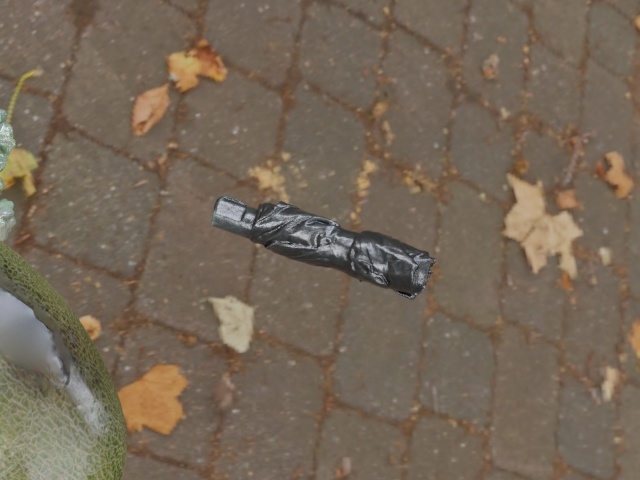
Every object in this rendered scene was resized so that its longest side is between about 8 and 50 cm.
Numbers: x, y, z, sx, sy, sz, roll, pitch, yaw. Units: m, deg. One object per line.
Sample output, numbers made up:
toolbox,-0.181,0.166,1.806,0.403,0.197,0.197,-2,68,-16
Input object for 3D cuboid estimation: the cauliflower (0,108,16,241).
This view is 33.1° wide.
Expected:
cauliflower,-0.294,-0.110,0.665,0.256,0.239,0.315,29,103,-2

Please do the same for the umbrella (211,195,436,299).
umbrella,0.000,0.000,1.095,0.236,0.066,0.059,19,63,10

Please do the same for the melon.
melon,-0.147,0.062,0.471,0.162,0.099,0.099,54,52,-16
